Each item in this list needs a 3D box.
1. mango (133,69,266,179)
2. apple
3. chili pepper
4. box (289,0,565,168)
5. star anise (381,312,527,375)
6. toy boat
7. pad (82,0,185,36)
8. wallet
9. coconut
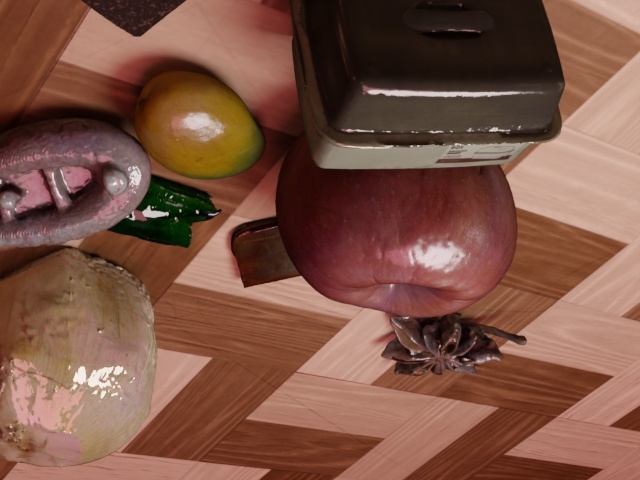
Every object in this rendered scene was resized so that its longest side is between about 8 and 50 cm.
[{"bbox_3d":[-0.139,-0.132,1.303,0.130,0.092,0.194,-45,145,24],"label":"mango"},{"bbox_3d":[0.095,-0.037,1.369,0.305,0.235,0.306,4,160,1],"label":"apple"},{"bbox_3d":[-0.237,-0.041,1.409,0.224,0.061,0.098,12,123,-28],"label":"chili pepper"},{"bbox_3d":[0.112,-0.193,1.198,0.290,0.220,0.166,-3,155,-17],"label":"box"},{"bbox_3d":[0.215,0.171,1.831,0.231,0.089,0.209,4,153,-15],"label":"star anise"},{"bbox_3d":[-0.312,-0.063,1.289,0.227,0.085,0.155,-13,116,-3],"label":"toy boat"},{"bbox_3d":[-0.142,-0.346,1.079,0.330,0.004,0.220,-32,141,23],"label":"pad"},{"bbox_3d":[0.000,0.000,1.572,0.255,0.031,0.137,-13,145,-2],"label":"wallet"},{"bbox_3d":[-0.368,0.178,1.494,0.297,0.254,0.297,-10,142,-8],"label":"coconut"}]
